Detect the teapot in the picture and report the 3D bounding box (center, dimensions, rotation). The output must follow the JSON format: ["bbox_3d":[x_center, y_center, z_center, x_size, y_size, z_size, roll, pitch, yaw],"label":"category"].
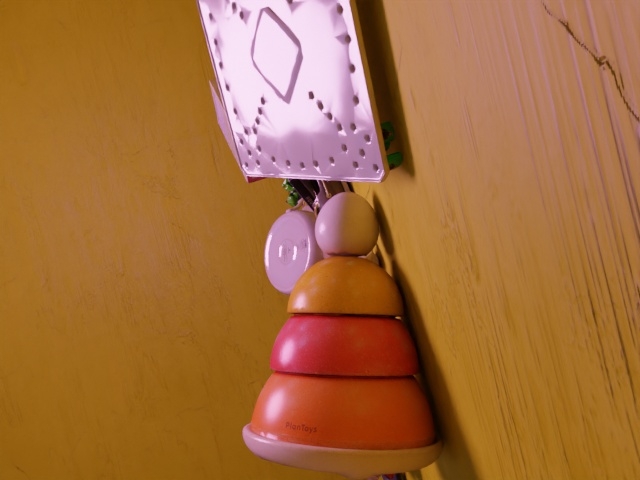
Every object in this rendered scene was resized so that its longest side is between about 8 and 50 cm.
[{"bbox_3d":[-0.023,0.034,1.958,0.252,0.187,0.256,42,117,45],"label":"teapot"}]

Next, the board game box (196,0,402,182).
[{"bbox_3d":[-0.051,-0.287,1.071,0.390,0.050,0.390,9,117,53],"label":"board game box"}]

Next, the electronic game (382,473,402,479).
[{"bbox_3d":[0.194,0.630,2.008,0.229,0.048,0.229,164,90,-83],"label":"electronic game"}]

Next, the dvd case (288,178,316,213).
[{"bbox_3d":[-0.014,-0.115,1.702,0.239,0.029,0.179,49,-165,-35],"label":"dvd case"}]

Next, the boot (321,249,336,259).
[{"bbox_3d":[0.088,0.126,1.702,0.207,0.090,0.248,62,179,-34],"label":"boot"}]

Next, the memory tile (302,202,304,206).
[{"bbox_3d":[-0.040,-0.159,2.112,0.148,0.012,0.113,-85,10,-80],"label":"memory tile"}]

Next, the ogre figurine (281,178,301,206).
[{"bbox_3d":[-0.049,-0.192,1.825,0.118,0.096,0.197,-11,-95,-63],"label":"ogre figurine"}]

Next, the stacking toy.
[{"bbox_3d":[0.052,0.151,1.259,0.350,0.350,0.480,123,151,-83],"label":"stacking toy"}]

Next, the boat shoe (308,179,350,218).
[{"bbox_3d":[0.024,-0.088,1.546,0.109,0.091,0.305,86,168,-67],"label":"boat shoe"}]

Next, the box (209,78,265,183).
[{"bbox_3d":[-0.100,-0.264,1.525,0.117,0.213,0.243,84,162,-46],"label":"box"}]

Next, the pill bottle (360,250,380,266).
[{"bbox_3d":[0.080,0.073,1.428,0.086,0.086,0.152,-110,8,-48],"label":"pill bottle"}]

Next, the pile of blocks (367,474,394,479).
[{"bbox_3d":[0.169,0.506,1.761,0.112,0.149,0.362,31,179,7],"label":"pile of blocks"}]

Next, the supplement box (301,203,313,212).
[{"bbox_3d":[-0.028,-0.086,2.083,0.036,0.098,0.062,41,167,10],"label":"supplement box"}]
